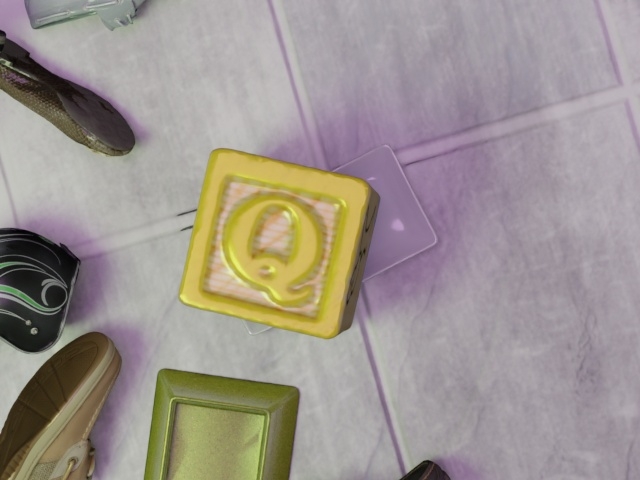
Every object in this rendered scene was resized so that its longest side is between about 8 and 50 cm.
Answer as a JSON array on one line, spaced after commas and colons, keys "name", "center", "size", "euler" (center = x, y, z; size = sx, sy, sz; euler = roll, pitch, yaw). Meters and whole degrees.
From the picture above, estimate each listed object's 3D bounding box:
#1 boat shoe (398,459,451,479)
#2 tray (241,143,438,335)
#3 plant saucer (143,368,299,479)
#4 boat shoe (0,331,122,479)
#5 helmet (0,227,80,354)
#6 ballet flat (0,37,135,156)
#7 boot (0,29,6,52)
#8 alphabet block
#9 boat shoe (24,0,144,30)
[{"name": "boat shoe", "center": [0.004, 0.362, 1.624], "size": [0.355, 0.132, 0.130], "euler": [-34, 88, -21]}, {"name": "tray", "center": [0.000, 0.000, 1.723], "size": [0.270, 0.030, 0.145], "euler": [-27, 87, 4]}, {"name": "plant saucer", "center": [-0.132, 0.269, 1.721], "size": [0.188, 0.045, 0.188], "euler": [7, 90, 5]}, {"name": "boat shoe", "center": [-0.346, 0.271, 1.718], "size": [0.110, 0.121, 0.341], "euler": [33, 96, -32]}, {"name": "helmet", "center": [-0.396, 0.067, 1.693], "size": [0.161, 0.169, 0.169], "euler": [15, 90, -10]}, {"name": "ballet flat", "center": [-0.348, -0.178, 1.744], "size": [0.250, 0.084, 0.058], "euler": [34, 120, 6]}, {"name": "boot", "center": [-0.477, -0.182, 1.707], "size": [0.236, 0.085, 0.179], "euler": [4, 93, 44]}, {"name": "alphabet block", "center": [-0.043, 0.005, 1.613], "size": [0.193, 0.197, 0.192], "euler": [11, 89, 6]}, {"name": "boat shoe", "center": [-0.271, -0.310, 1.738], "size": [0.227, 0.079, 0.081], "euler": [-5, 97, 10]}]
